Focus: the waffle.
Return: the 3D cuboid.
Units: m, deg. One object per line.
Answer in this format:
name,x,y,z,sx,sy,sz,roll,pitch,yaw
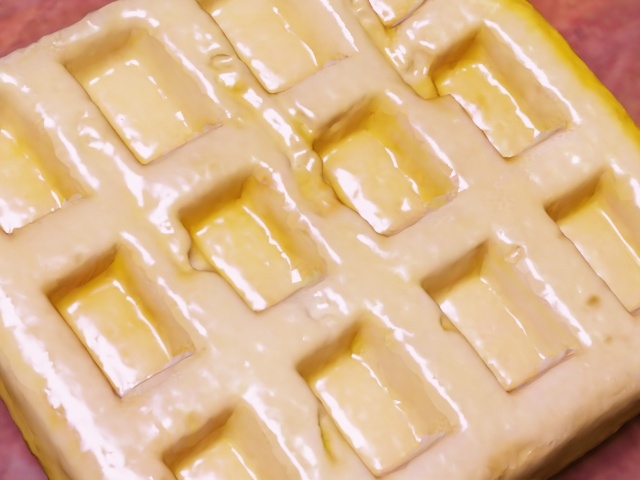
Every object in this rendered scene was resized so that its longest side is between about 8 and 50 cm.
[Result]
waffle,0.000,0.000,0.649,0.248,0.055,0.221,-32,74,-20
